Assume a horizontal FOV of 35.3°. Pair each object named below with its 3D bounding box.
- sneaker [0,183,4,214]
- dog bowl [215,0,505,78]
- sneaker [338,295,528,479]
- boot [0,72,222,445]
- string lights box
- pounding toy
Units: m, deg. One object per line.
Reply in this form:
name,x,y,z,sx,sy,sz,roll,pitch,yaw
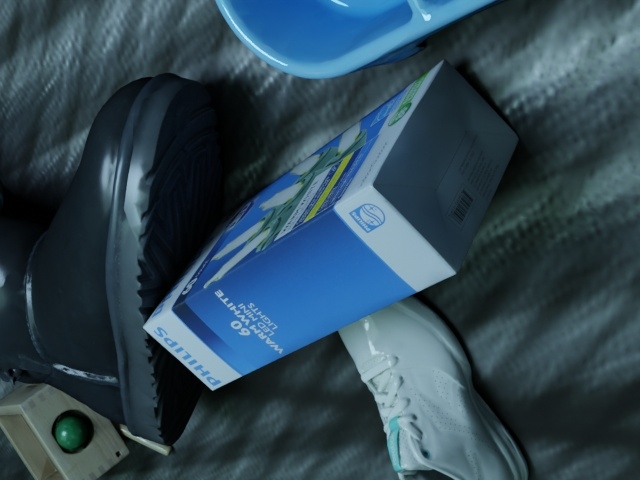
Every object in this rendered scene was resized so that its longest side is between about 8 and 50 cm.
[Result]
sneaker,-0.370,-0.024,0.985,0.125,0.104,0.261,18,128,26
dog bowl,0.047,-0.190,0.567,0.297,0.074,0.166,-19,105,43
sneaker,0.071,0.128,0.744,0.212,0.094,0.080,53,137,-3
boot,-0.317,-0.019,0.838,0.445,0.146,0.367,17,129,11
string lights box,0.000,0.000,0.680,0.077,0.133,0.260,44,137,-14
pounding toy,-0.254,0.200,1.061,0.141,0.100,0.130,-16,106,54
